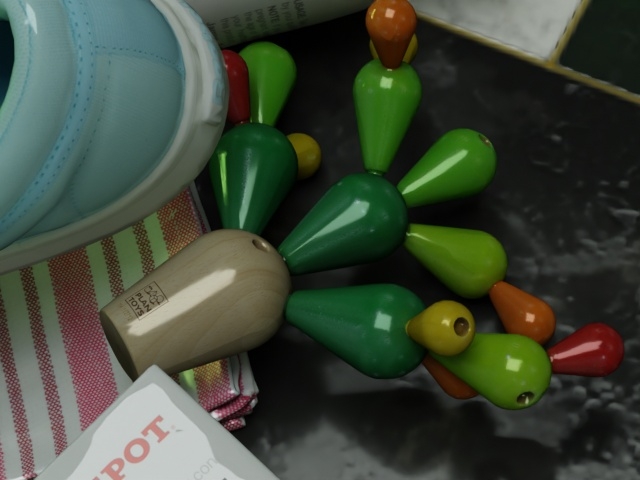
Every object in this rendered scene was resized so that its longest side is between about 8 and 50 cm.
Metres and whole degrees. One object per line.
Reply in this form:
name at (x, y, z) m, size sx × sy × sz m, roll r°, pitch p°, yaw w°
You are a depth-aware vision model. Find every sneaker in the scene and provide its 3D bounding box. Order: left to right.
sneaker at (-0.222, -0.013, 0.733) m, size 0.366 × 0.150 × 0.135 m, roll -30°, pitch 71°, yaw 15°

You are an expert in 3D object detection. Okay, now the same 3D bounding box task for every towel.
towel at (-0.136, 0.041, 0.808) m, size 0.197 × 0.029 × 0.144 m, roll -18°, pitch 62°, yaw -1°

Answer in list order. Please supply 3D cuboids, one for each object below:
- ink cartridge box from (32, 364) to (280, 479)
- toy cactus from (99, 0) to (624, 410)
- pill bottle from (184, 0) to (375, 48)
ink cartridge box at (-0.040, 0.163, 0.692) m, size 0.190 × 0.082 × 0.139 m, roll 42°, pitch 76°, yaw 13°
toy cactus at (0.000, 0.000, 0.757) m, size 0.180 × 0.112 × 0.219 m, roll -28°, pitch 66°, yaw -18°
pill bottle at (-0.032, -0.154, 0.830) m, size 0.229 × 0.131 × 0.131 m, roll -15°, pitch 63°, yaw 1°
